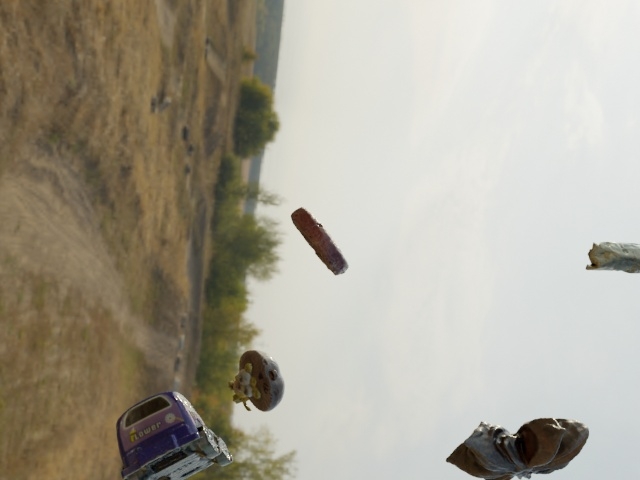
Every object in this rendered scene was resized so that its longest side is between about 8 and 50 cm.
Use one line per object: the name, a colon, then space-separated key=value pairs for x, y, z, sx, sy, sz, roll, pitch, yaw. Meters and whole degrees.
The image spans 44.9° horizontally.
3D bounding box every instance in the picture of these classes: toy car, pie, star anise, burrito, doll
toy car: x=-0.287 y=0.387 z=1.496 sx=0.158 sy=0.172 sz=0.235 roll=63 pitch=-2 yaw=26
pie: x=0.000 y=0.000 z=1.714 sx=0.182 sy=0.049 sz=0.182 roll=52 pitch=-3 yaw=4
star anise: x=0.431 y=0.456 z=1.691 sx=0.315 sy=0.315 sz=0.108 roll=104 pitch=-13 yaw=-55
burrito: x=0.667 y=0.041 z=1.659 sx=0.058 sy=0.230 sz=0.063 roll=114 pitch=-29 yaw=-43
doll: x=-0.152 y=0.339 z=1.793 sx=0.145 sy=0.096 sz=0.188 roll=54 pitch=-49 yaw=30
